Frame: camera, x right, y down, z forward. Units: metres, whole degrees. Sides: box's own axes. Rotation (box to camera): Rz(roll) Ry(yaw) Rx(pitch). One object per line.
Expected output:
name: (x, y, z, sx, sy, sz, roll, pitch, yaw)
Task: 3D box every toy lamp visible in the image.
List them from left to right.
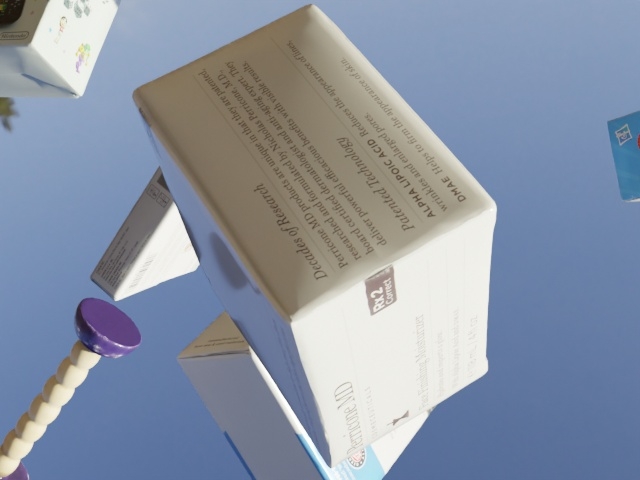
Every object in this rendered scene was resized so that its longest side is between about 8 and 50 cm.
toy lamp: (-0.283, 0.178, 1.012, 0.274, 0.080, 0.080, -50, -161, 15)

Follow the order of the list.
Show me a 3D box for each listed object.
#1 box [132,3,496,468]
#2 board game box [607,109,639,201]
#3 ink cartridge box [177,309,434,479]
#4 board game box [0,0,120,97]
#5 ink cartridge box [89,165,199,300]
box: (0.000, 0.000, 0.583, 0.119, 0.181, 0.182, -29, -123, -11)
board game box: (0.499, -0.116, 0.993, 0.308, 0.086, 0.302, -5, 172, -39)
ink cartridge box: (0.023, 0.122, 1.145, 0.129, 0.223, 0.307, -11, -155, 45)
board game box: (-0.308, -0.302, 1.074, 0.224, 0.097, 0.303, 5, -114, 26)
ink cartridge box: (-0.202, -0.048, 1.550, 0.060, 0.275, 0.239, 40, -159, 10)
